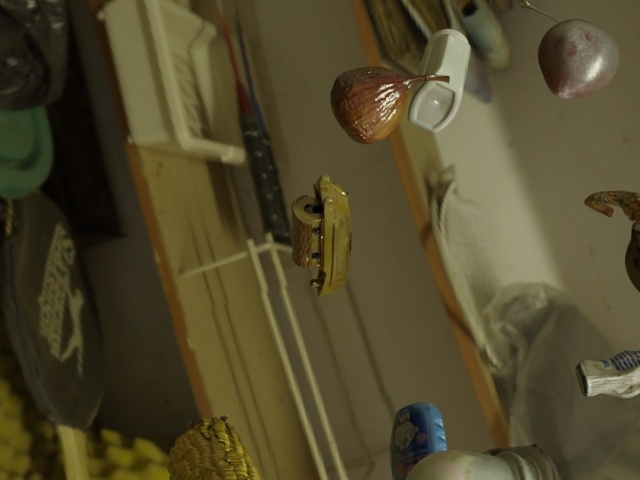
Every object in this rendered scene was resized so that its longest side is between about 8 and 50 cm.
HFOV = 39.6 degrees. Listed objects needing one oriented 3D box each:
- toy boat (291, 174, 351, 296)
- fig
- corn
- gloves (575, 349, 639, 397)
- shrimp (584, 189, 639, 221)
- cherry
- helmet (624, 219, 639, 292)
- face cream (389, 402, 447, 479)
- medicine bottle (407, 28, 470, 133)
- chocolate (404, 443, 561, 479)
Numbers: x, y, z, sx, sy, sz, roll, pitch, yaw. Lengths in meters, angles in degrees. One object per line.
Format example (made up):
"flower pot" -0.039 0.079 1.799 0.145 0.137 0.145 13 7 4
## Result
"toy boat" 0.000 0.000 1.317 0.226 0.088 0.068 93 -9 -49
"fig" 0.122 -0.255 1.563 0.134 0.201 0.146 46 36 -45
"corn" -0.127 0.295 1.080 0.318 0.115 0.115 -167 -123 -78
"gloves" 0.574 0.239 1.589 0.119 0.229 0.097 65 31 -60
"shrimp" 0.475 -0.057 1.407 0.162 0.095 0.045 -94 -162 -73
"cherry" 0.383 -0.302 1.430 0.188 0.148 0.115 31 -7 2
"helmet" 0.415 0.036 1.085 0.098 0.070 0.123 16 24 -27
"face cream" 0.218 0.495 1.965 0.083 0.149 0.264 31 39 -31
"medicine bottle" 0.282 -0.382 2.071 0.111 0.161 0.296 25 38 -6
"chocolate" 0.162 0.301 0.997 0.147 0.221 0.221 27 25 -6
